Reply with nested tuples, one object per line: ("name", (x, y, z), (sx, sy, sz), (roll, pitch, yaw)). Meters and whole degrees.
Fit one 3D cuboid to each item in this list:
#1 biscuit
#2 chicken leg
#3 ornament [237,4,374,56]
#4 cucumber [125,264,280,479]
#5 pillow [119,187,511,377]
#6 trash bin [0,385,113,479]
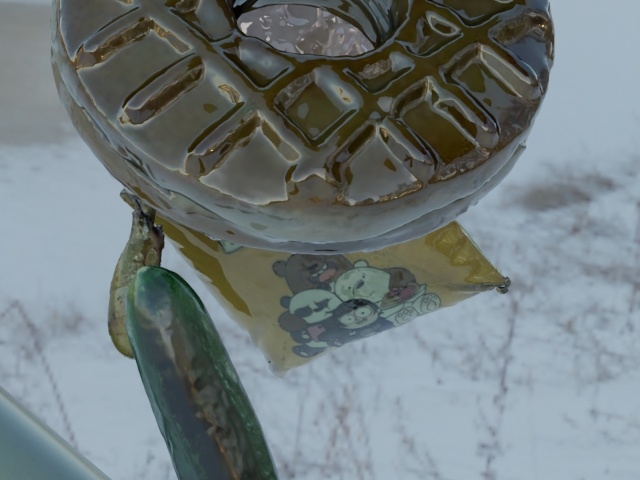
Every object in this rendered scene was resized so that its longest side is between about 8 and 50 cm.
("biscuit", (-0.011, -0.133, 0.940), (0.332, 0.103, 0.332), (5, 55, -7))
("chicken leg", (-0.171, 0.031, 1.472), (0.093, 0.178, 0.070), (-3, 2, -44))
("ornament", (-0.039, -0.180, 1.236), (0.225, 0.259, 0.259), (-24, 18, 7))
("cucumber", (-0.044, 0.145, 0.763), (0.056, 0.284, 0.056), (-16, 10, 3))
("pillow", (0.000, 0.000, 1.565), (0.310, 0.312, 0.119), (-21, 34, 22))
("trash bin", (-0.419, 0.297, 1.694), (0.432, 0.280, 0.280), (30, 28, 28))
